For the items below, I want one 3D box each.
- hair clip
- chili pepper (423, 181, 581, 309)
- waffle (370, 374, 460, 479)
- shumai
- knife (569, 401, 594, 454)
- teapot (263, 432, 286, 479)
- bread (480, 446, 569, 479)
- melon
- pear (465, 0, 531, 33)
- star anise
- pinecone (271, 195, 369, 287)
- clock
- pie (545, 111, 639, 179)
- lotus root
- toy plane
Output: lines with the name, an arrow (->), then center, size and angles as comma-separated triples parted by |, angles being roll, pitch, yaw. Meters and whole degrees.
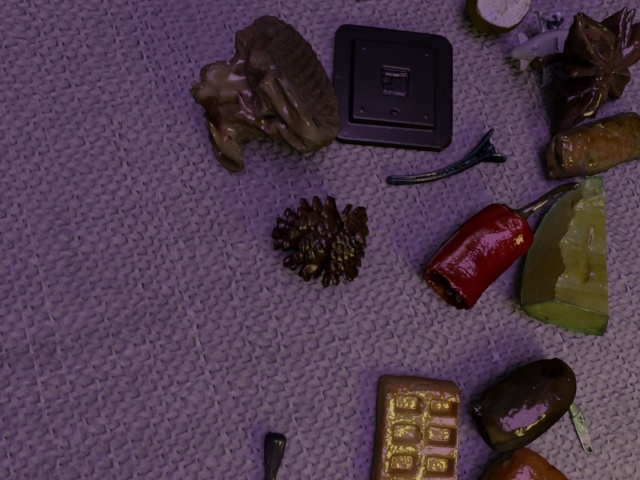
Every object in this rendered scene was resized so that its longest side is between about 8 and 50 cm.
hair clip -> 0.279, -0.165, 1.020 | 0.275, 0.048, 0.083 | -22, 90, -9
chili pepper -> 0.369, -0.009, 0.968 | 0.338, 0.131, 0.134 | -44, 65, -7
waffle -> 0.191, 0.415, 0.921 | 0.168, 0.057, 0.274 | 7, 82, -7
shumai -> -0.119, -0.273, 0.929 | 0.267, 0.263, 0.314 | 45, 33, -35
knife -> 0.553, 0.368, 1.004 | 0.030, 0.014, 0.207 | -18, 87, -10
teapot -> -0.093, 0.434, 0.888 | 0.043, 0.043, 0.110 | 8, 84, -7
bread -> 0.380, 0.536, 0.902 | 0.174, 0.121, 0.245 | 44, 81, -2
melon -> 0.553, 0.026, 0.996 | 0.196, 0.124, 0.323 | 19, 74, -6
pear -> 0.405, -0.543, 1.062 | 0.141, 0.104, 0.141 | 1, 102, 6
star anise -> 0.590, -0.381, 1.012 | 0.350, 0.109, 0.292 | -35, 127, -10
pinecone -> 0.002, 0.000, 0.903 | 0.195, 0.150, 0.179 | 13, 81, -6
clock -> 0.163, -0.342, 1.024 | 0.279, 0.049, 0.273 | 3, 83, -8
pie -> 0.647, -0.218, 1.062 | 0.283, 0.068, 0.128 | -17, 102, -18
lotus root -> 0.416, 0.329, 0.931 | 0.241, 0.124, 0.123 | -29, 67, -9
toy plane -> 0.523, -0.449, 1.076 | 0.174, 0.080, 0.173 | -2, 100, -12
